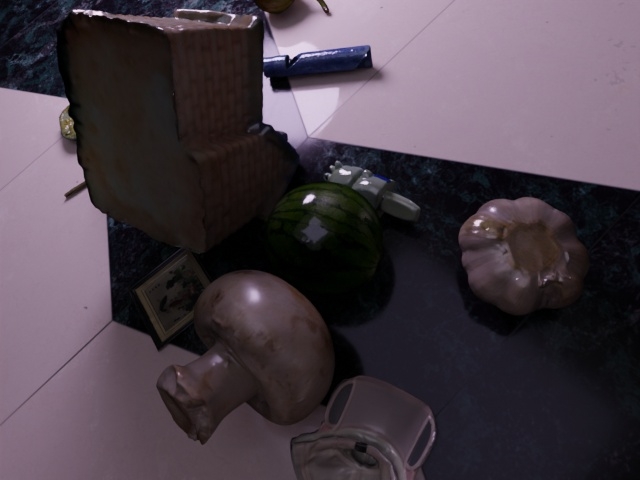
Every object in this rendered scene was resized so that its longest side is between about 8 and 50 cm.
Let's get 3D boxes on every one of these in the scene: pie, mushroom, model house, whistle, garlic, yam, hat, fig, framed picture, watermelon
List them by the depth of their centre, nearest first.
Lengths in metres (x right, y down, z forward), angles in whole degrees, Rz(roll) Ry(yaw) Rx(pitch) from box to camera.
[{"bbox_3d":[-0.135,0.212,0.765,0.290,0.297,0.297,-35,59,-30],"label":"mushroom"},{"bbox_3d":[0.084,0.370,0.772,0.219,0.164,0.226,21,35,27],"label":"hat"},{"bbox_3d":[0.365,0.028,0.797,0.227,0.152,0.228,1,69,-1],"label":"garlic"},{"bbox_3d":[0.005,0.002,0.864,0.242,0.242,0.242,-6,65,13],"label":"watermelon"},{"bbox_3d":[0.109,-0.104,0.959,0.244,0.110,0.092,25,41,25],"label":"whistle"},{"bbox_3d":[-0.285,-0.276,0.991,0.395,0.445,0.400,19,34,28],"label":"model house"},{"bbox_3d":[-0.350,0.126,1.034,0.195,0.010,0.199,-38,62,-3],"label":"framed picture"},{"bbox_3d":[-0.010,-0.487,1.183,0.304,0.062,0.062,0,67,16],"label":"whistle"},{"bbox_3d":[-0.697,-0.157,1.255,0.107,0.014,0.014,-32,62,0],"label":"yam"},{"bbox_3d":[-0.085,-0.739,1.285,0.245,0.149,0.149,18,73,10],"label":"fig"},{"bbox_3d":[-0.733,-0.386,1.352,0.186,0.041,0.187,-6,65,14],"label":"pie"}]
